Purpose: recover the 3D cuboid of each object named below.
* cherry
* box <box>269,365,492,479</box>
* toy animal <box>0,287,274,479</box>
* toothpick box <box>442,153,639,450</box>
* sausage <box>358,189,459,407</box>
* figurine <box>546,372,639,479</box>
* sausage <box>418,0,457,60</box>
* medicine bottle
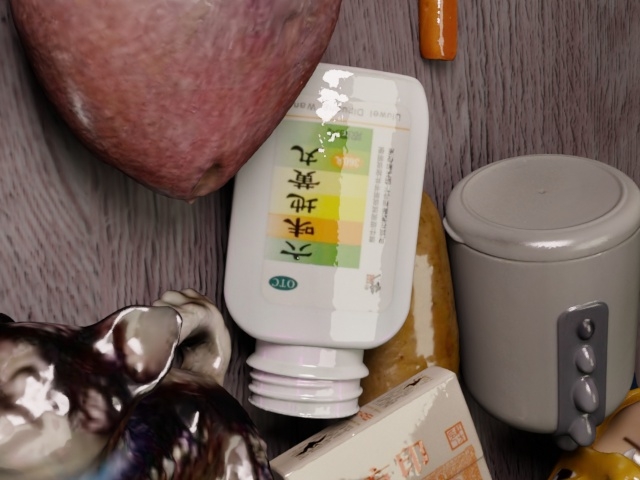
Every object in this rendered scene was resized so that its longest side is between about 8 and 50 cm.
[{"bbox_3d":[-0.110,-0.180,0.736,0.261,0.221,0.308,-12,117,-30],"label":"cherry"},{"bbox_3d":[0.103,0.332,0.930,0.204,0.051,0.365,-26,103,-22],"label":"box"},{"bbox_3d":[-0.173,0.149,0.730,0.344,0.194,0.303,39,46,-56],"label":"toy animal"},{"bbox_3d":[0.260,0.086,1.060,0.229,0.229,0.316,-31,126,-33],"label":"toothpick box"},{"bbox_3d":[0.082,0.182,1.009,0.136,0.123,0.501,4,94,-11],"label":"sausage"},{"bbox_3d":[0.436,0.307,1.221,0.387,0.268,0.401,-28,127,-35],"label":"figurine"},{"bbox_3d":[0.131,-0.266,1.042,0.041,0.039,0.131,-8,100,-32],"label":"sausage"},{"bbox_3d":[0.000,0.000,0.894,0.179,0.124,0.324,6,94,-8],"label":"medicine bottle"}]
